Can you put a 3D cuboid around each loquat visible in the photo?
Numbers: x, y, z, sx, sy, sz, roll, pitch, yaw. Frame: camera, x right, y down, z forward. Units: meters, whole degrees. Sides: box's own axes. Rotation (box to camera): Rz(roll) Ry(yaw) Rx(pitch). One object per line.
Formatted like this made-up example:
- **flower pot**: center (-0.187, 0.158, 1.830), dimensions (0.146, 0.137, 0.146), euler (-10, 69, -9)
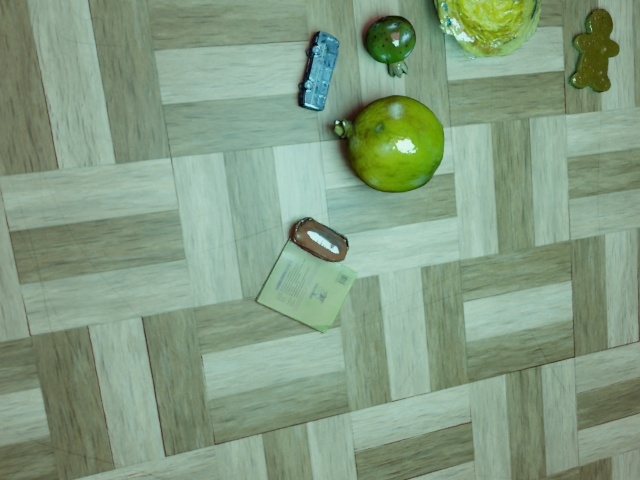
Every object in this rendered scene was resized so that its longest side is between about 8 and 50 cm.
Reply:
- **loquat**: center (0.145, -0.213, 1.245), dimensions (0.246, 0.213, 0.213), euler (16, 93, -7)

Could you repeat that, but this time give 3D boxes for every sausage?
- **sausage**: center (0.000, 0.000, 1.291), dimensions (0.141, 0.076, 0.076), euler (27, 89, -19)

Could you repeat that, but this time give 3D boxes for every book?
- **book**: center (-0.028, 0.108, 1.327), dimensions (0.193, 0.013, 0.167), euler (28, 89, -18)

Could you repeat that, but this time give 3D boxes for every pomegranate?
- **pomegranate**: center (0.161, -0.429, 1.267), dimensions (0.115, 0.114, 0.142), euler (-34, 129, -10)

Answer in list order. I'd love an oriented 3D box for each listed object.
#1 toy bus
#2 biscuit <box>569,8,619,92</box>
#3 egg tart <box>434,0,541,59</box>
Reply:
- **toy bus**: center (-0.005, -0.371, 1.254), dimensions (0.065, 0.047, 0.165), euler (12, 95, -22)
- **biscuit**: center (0.702, -0.485, 1.455), dimensions (0.138, 0.031, 0.204), euler (3, 97, -17)
- **egg tart**: center (0.374, -0.543, 1.316), dimensions (0.291, 0.107, 0.290), euler (-1, 93, -16)
